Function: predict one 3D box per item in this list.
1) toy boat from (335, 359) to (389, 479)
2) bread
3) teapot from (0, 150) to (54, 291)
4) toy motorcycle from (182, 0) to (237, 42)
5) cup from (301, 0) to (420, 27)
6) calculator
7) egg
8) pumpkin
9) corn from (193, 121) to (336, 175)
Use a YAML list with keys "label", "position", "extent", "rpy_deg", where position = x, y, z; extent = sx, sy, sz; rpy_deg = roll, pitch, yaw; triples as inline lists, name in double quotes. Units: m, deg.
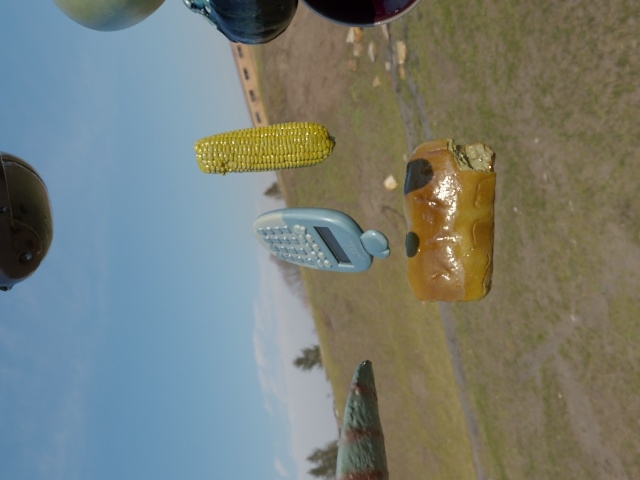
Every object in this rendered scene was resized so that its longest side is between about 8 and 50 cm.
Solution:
- label: "toy boat"
  position: [0.068, 0.297, 0.885]
  extent: [0.206, 0.096, 0.282]
  rpy_deg: [34, -133, -52]
- label: "bread"
  position: [0.273, -0.042, 1.343]
  extent: [0.149, 0.195, 0.344]
  rpy_deg: [-12, -79, -72]
- label: "teapot"
  position: [-0.665, -0.065, 1.302]
  extent: [0.312, 0.233, 0.315]
  rpy_deg: [42, 134, 49]
- label: "toy motorcycle"
  position: [-0.223, -0.557, 1.381]
  extent: [0.260, 0.154, 0.206]
  rpy_deg: [53, -160, 11]
- label: "cup"
  position: [0.099, -0.520, 1.012]
  extent: [0.208, 0.288, 0.273]
  rpy_deg: [36, -132, -36]
- label: "calculator"
  position: [0.000, 0.000, 1.255]
  extent: [0.188, 0.303, 0.042]
  rpy_deg: [57, -136, -45]
- label: "egg"
  position: [-0.325, -0.434, 0.960]
  extent: [0.295, 0.218, 0.218]
  rpy_deg: [-34, 67, 56]
- label: "pumpkin"
  position: [-0.106, -0.371, 0.878]
  extent: [0.202, 0.140, 0.202]
  rpy_deg: [164, 90, -83]
- label: "corn"
  position: [-0.077, -0.131, 0.909]
  extent: [0.067, 0.206, 0.067]
  rpy_deg: [170, 90, -75]
